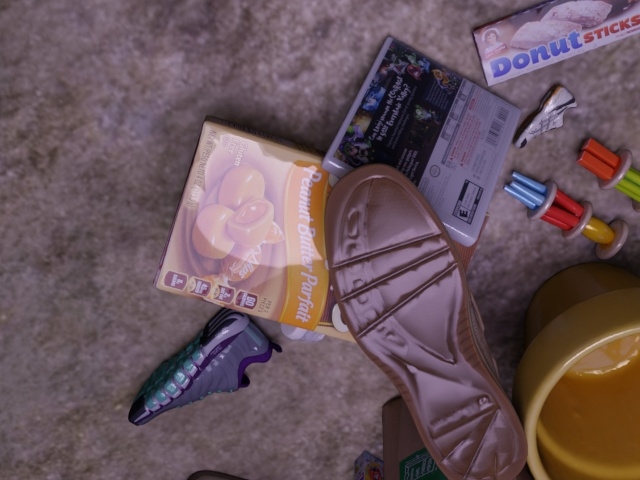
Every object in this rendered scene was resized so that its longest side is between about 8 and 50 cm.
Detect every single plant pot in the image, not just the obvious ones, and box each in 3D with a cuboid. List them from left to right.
[{"bbox_3d":[0.334,0.144,0.814,0.254,0.239,0.254,1,113,3],"label":"plant pot"}]

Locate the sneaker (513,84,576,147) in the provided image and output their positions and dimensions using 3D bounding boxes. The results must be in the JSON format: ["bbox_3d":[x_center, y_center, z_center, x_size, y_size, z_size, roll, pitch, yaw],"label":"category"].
[{"bbox_3d":[0.255,-0.133,0.817,0.037,0.032,0.083,35,111,-10],"label":"sneaker"}]

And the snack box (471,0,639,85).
[{"bbox_3d":[0.258,-0.229,0.783,0.178,0.022,0.064,-18,111,10],"label":"snack box"}]

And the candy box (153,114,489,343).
[{"bbox_3d":[0.000,0.000,0.790,0.316,0.087,0.183,17,103,-10],"label":"candy box"}]

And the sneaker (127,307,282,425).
[{"bbox_3d":[-0.155,0.188,0.950,0.223,0.083,0.098,-42,109,17],"label":"sneaker"}]

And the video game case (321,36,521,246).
[{"bbox_3d":[0.112,-0.109,0.764,0.173,0.190,0.022,28,151,-4],"label":"video game case"}]

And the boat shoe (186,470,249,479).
[{"bbox_3d":[-0.055,0.415,1.022,0.307,0.104,0.111,6,112,1],"label":"boat shoe"}]

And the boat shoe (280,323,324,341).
[{"bbox_3d":[0.021,0.051,0.895,0.063,0.066,0.184,21,102,-36],"label":"boat shoe"}]

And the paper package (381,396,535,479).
[{"bbox_3d":[0.217,0.357,0.865,0.168,0.325,0.309,-33,106,15],"label":"paper package"}]

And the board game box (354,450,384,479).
[{"bbox_3d":[0.093,0.362,0.964,0.103,0.154,0.026,34,110,-11],"label":"board game box"}]

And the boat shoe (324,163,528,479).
[{"bbox_3d":[0.098,0.082,0.723,0.121,0.110,0.341,-22,101,8],"label":"boat shoe"}]

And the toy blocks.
[{"bbox_3d":[0.299,-0.062,0.832,0.148,0.054,0.123,28,112,-7],"label":"toy blocks"}]
